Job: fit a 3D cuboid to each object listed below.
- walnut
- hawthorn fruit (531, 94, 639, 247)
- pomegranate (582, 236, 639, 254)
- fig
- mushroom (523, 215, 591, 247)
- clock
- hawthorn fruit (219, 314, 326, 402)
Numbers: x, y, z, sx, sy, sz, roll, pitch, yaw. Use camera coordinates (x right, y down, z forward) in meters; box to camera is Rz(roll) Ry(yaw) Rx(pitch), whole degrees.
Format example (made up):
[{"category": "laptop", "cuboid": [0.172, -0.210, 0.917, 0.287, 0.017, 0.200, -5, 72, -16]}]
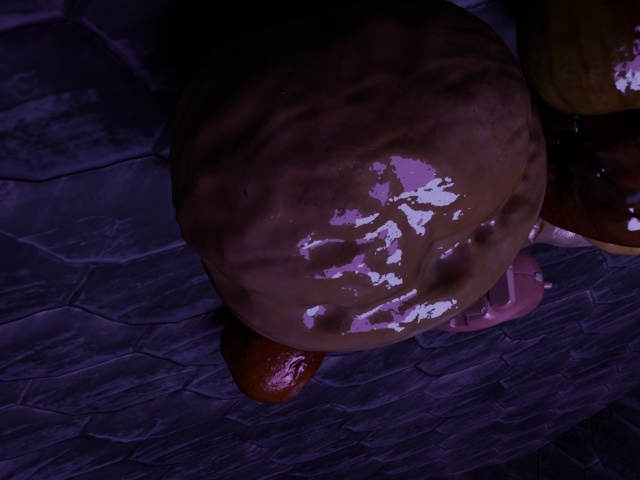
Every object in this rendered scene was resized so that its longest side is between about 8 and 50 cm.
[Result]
[{"category": "walnut", "cuboid": [0.032, -0.079, 0.802, 0.383, 0.384, 0.384, -18, 151, -11]}, {"category": "hawthorn fruit", "cuboid": [0.448, -0.131, 1.101, 0.324, 0.308, 0.308, 8, 143, -12]}, {"category": "pomegranate", "cuboid": [0.529, -0.075, 1.350, 0.215, 0.215, 0.215, -18, 151, -11]}, {"category": "fig", "cuboid": [0.281, -0.278, 0.862, 0.217, 0.217, 0.320, -36, 131, 20]}, {"category": "mushroom", "cuboid": [0.485, -0.038, 1.493, 0.351, 0.095, 0.123, -5, 141, -31]}, {"category": "clock", "cuboid": [0.306, 0.101, 1.487, 0.227, 0.143, 0.241, -12, 166, 36]}, {"category": "hawthorn fruit", "cuboid": [-0.064, 0.173, 1.354, 0.200, 0.179, 0.179, -35, 150, 19]}]
